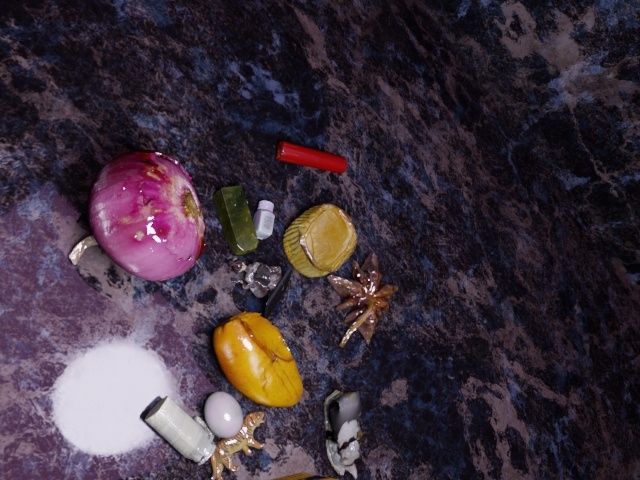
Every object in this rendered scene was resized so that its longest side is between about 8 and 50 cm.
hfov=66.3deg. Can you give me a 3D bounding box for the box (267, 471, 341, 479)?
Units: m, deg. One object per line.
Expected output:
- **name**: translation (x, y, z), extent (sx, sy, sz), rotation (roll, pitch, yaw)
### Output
- **box**: translation (-0.054, 0.716, 1.387), extent (0.152, 0.237, 0.070), rotation (4, 70, -31)

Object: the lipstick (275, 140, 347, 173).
- **lipstick**: translation (-0.033, -0.306, 1.821), extent (0.280, 0.073, 0.073), rotation (9, 71, -30)

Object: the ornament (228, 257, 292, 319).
- **ornament**: translation (-0.212, 0.125, 1.574), extent (0.196, 0.153, 0.166), rotation (30, 57, 6)

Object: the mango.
- **mango**: translation (-0.180, 0.363, 1.466), extent (0.199, 0.201, 0.350), rotation (-32, 104, 1)

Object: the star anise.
- **star anise**: translation (0.160, 0.212, 1.762), extent (0.350, 0.109, 0.292), rotation (-23, 83, -34)

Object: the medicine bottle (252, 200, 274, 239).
- **medicine bottle**: translation (-0.191, -0.070, 1.643), extent (0.055, 0.074, 0.117), rotation (18, 65, -26)

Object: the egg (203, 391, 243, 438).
- **egg**: translation (-0.276, 0.495, 1.394), extent (0.103, 0.103, 0.135), rotation (-20, 66, -35)

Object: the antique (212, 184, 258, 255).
- **antique**: translation (-0.273, -0.060, 1.587), extent (0.081, 0.080, 0.220), rotation (-13, 84, -34)

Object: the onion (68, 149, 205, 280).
- **onion**: translation (-0.479, -0.073, 1.333), extent (0.345, 0.358, 0.358), rotation (9, 63, 15)

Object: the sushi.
- **sushi**: translation (0.066, 0.626, 1.587), extent (0.134, 0.109, 0.272), rotation (-14, 97, -39)

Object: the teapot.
- **teapot**: translation (-0.374, 0.516, 1.351), extent (0.200, 0.077, 0.107), rotation (49, 26, -11)

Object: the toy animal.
- **toy animal**: translation (-0.246, 0.598, 1.419), extent (0.241, 0.057, 0.099), rotation (-34, 88, -33)

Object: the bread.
- **bread**: translation (0.000, 0.000, 1.706), extent (0.253, 0.142, 0.227), rotation (-41, 97, -37)
